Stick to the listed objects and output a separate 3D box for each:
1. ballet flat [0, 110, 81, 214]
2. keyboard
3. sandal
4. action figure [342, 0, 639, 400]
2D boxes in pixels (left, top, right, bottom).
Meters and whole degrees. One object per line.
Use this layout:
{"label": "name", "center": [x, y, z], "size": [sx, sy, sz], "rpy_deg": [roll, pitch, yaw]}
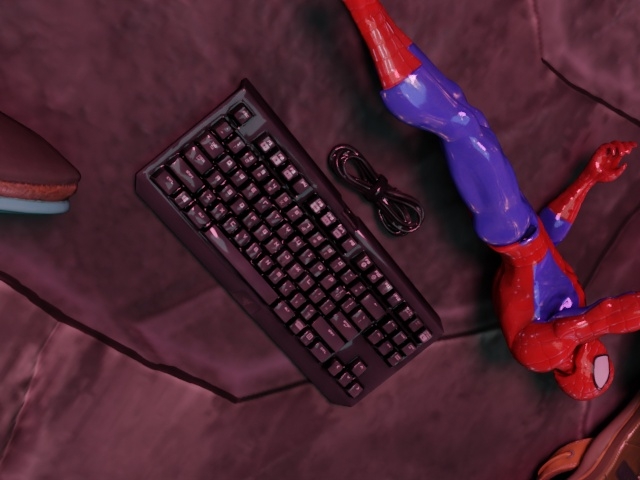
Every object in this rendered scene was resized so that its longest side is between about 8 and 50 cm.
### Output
{"label": "ballet flat", "center": [-0.238, -0.054, 0.356], "size": [0.281, 0.095, 0.096], "rpy_deg": [-2, 95, -17]}
{"label": "keyboard", "center": [0.000, 0.000, 0.482], "size": [0.108, 0.023, 0.180], "rpy_deg": [-41, 114, -2]}
{"label": "sandal", "center": [0.165, 0.149, 0.570], "size": [0.180, 0.049, 0.072], "rpy_deg": [-44, 120, -17]}
{"label": "action figure", "center": [0.120, -0.038, 0.462], "size": [0.139, 0.091, 0.280], "rpy_deg": [-23, 113, 11]}
